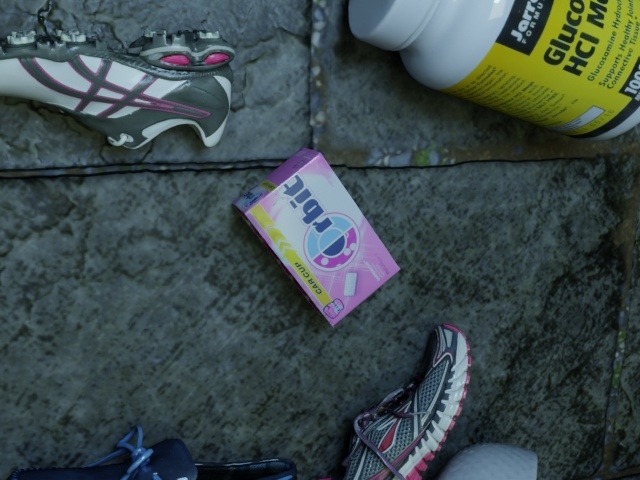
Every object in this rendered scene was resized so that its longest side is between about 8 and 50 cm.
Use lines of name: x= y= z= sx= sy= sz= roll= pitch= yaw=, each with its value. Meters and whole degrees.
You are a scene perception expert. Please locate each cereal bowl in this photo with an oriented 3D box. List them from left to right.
cereal bowl: x=0.170 y=0.414 z=0.852 sx=0.141 sy=0.339 sz=0.339 roll=13 pitch=101 yaw=17

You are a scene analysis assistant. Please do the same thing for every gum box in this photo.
gum box: x=0.000 y=0.000 z=0.788 sx=0.107 sy=0.062 sz=0.188 roll=-40 pitch=113 yaw=-8

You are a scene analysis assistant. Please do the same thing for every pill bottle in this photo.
pill bottle: x=0.208 y=-0.237 z=0.740 sx=0.334 sy=0.188 sz=0.188 roll=12 pitch=99 yaw=-23

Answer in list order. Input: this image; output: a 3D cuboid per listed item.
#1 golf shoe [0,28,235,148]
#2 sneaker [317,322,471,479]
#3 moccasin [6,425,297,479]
golf shoe: x=-0.216 y=-0.143 z=0.652 sx=0.273 sy=0.105 sz=0.120 roll=-5 pitch=112 yaw=-19
sneaker: x=0.098 y=0.239 z=0.863 sx=0.112 sy=0.121 sz=0.299 roll=29 pitch=83 yaw=6
moccasin: x=-0.180 y=0.275 z=0.768 sx=0.342 sy=0.138 sz=0.116 roll=18 pitch=92 yaw=-38
